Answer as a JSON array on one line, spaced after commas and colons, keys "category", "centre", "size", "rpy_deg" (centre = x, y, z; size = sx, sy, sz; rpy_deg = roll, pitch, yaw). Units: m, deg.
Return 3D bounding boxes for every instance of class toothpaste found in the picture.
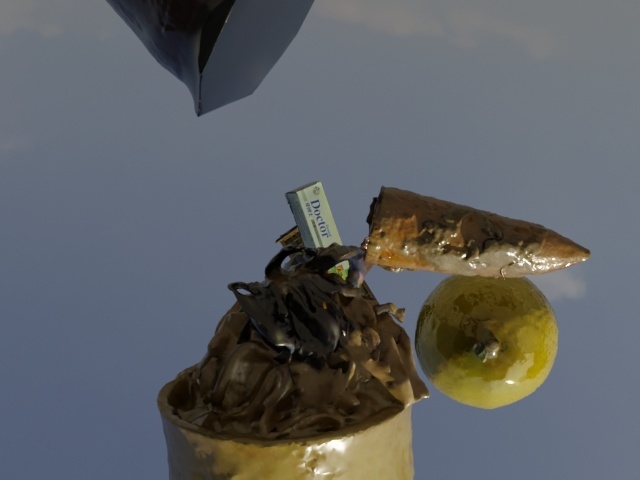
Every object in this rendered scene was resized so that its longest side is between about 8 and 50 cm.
[{"category": "toothpaste", "centre": [0.000, 0.000, 1.230], "size": [0.046, 0.164, 0.034], "rpy_deg": [-26, -167, -27]}]

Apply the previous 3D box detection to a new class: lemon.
[{"category": "lemon", "centre": [0.271, 0.162, 1.420], "size": [0.240, 0.240, 0.219], "rpy_deg": [17, -172, 10]}]

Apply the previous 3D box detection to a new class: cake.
[{"category": "cake", "centre": [-0.039, 0.157, 1.049], "size": [0.332, 0.321, 0.332], "rpy_deg": [-2, -168, 0]}]

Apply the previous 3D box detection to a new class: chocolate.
[{"category": "chocolate", "centre": [-0.194, -0.430, 1.286], "size": [0.331, 0.383, 0.383], "rpy_deg": [32, -148, 4]}]

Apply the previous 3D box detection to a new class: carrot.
[{"category": "carrot", "centre": [0.179, -0.001, 0.992], "size": [0.263, 0.102, 0.102], "rpy_deg": [9, -151, 1]}]

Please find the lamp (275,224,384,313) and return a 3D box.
[{"category": "lamp", "centre": [0.044, 0.105, 1.691], "size": [0.090, 0.089, 0.325], "rpy_deg": [-28, -94, -53]}]
